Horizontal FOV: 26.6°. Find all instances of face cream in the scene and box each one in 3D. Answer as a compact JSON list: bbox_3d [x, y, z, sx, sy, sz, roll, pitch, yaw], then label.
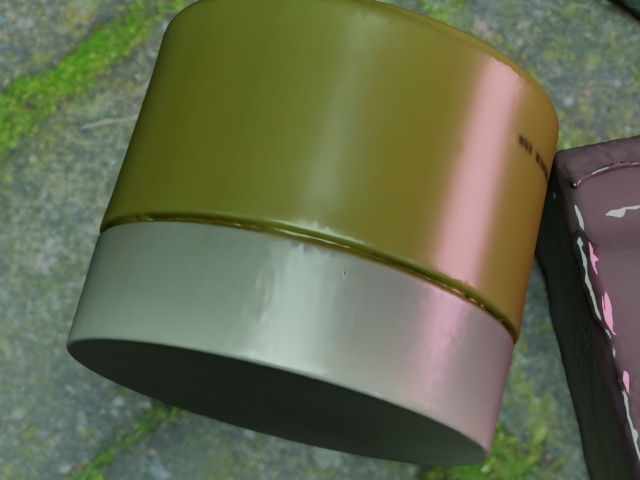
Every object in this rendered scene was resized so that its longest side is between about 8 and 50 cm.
[{"bbox_3d":[0.000,0.000,0.695,0.218,0.218,0.179,14,74,3],"label":"face cream"}]

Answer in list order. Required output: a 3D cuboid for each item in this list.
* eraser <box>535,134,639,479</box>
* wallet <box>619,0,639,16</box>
[{"bbox_3d":[0.320,0.055,0.741,0.359,0.122,0.272,-12,77,-3],"label":"eraser"},{"bbox_3d":[0.277,-0.304,0.858,0.252,0.083,0.360,36,76,2],"label":"wallet"}]
